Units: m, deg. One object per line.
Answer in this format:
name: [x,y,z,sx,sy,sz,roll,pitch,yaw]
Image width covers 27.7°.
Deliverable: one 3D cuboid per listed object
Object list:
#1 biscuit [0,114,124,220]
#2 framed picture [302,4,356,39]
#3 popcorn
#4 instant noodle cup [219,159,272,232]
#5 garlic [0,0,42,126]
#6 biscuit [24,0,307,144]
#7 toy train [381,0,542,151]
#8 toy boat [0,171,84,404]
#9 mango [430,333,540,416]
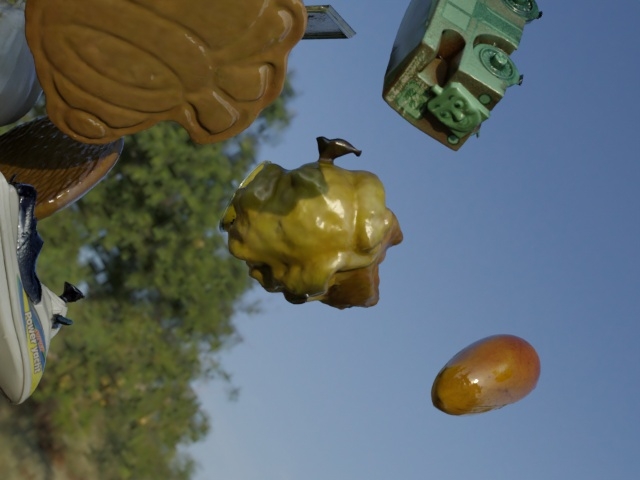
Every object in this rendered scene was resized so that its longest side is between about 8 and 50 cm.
biscuit: [-0.381,-0.093,1.730,0.262,0.262,0.037,39,-24,54]
framed picture: [-0.062,-0.380,2.290,0.273,0.216,0.016,3,88,-78]
popcorn: [0.000,0.000,2.186,0.297,0.281,0.316,-18,-50,40]
instant noodle cup: [-0.101,-0.055,2.701,0.144,0.182,0.182,33,-19,10]
garlic: [-0.444,-0.236,1.711,0.185,0.203,0.281,48,11,18]
biscuit: [-0.178,-0.245,1.463,0.057,0.312,0.351,-94,-158,-55]
toy train: [0.186,-0.261,1.688,0.159,0.326,0.129,32,-46,-9]
toy boat: [-0.342,0.038,1.416,0.141,0.140,0.269,31,-37,62]
mango: [0.284,0.239,2.276,0.154,0.252,0.126,-27,-99,45]
